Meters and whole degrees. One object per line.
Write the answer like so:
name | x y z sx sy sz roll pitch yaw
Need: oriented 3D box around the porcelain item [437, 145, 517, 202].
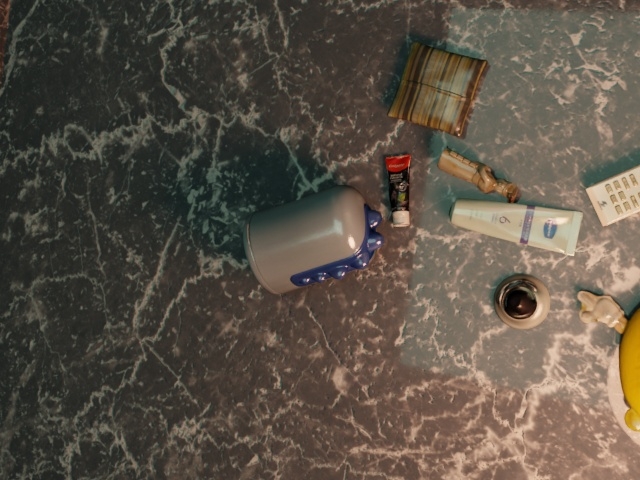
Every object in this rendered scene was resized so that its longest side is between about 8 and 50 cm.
porcelain item | 0.403 -0.165 1.835 0.213 0.084 0.054 30 72 20

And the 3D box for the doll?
doll | 0.796 0.188 1.635 0.423 0.161 0.348 -37 64 17

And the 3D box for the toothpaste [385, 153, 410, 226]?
toothpaste | 0.209 -0.134 1.932 0.071 0.045 0.194 -4 83 22

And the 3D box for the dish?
dish | 0.494 0.154 1.793 0.141 0.078 0.141 0 89 22

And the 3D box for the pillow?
pillow | 0.302 -0.397 1.885 0.212 0.052 0.208 21 94 20

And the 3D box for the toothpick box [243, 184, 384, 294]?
toothpick box | 0.000 0.000 1.907 0.354 0.263 0.263 -18 83 20

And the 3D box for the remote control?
remote control | 0.776 -0.134 1.690 0.277 0.055 0.103 -25 81 21

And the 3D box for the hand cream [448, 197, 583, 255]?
hand cream | 0.485 -0.047 1.821 0.320 0.067 0.109 12 93 14
